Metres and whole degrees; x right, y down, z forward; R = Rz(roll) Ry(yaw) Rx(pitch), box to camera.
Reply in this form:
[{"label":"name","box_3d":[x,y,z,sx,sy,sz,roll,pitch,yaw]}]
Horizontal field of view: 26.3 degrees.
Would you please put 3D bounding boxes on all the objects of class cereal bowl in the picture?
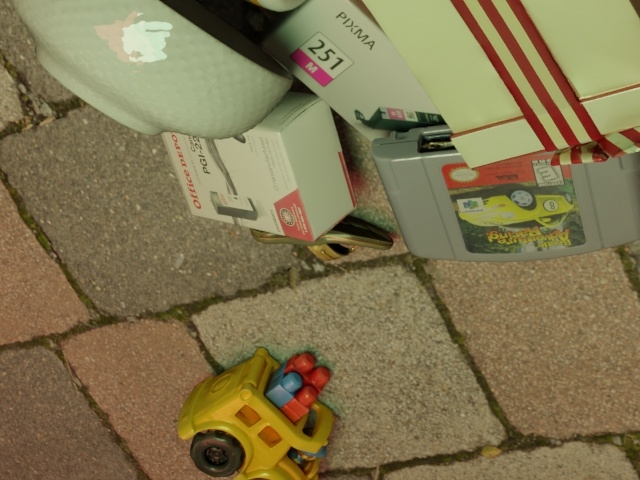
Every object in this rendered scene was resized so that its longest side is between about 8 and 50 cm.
[{"label":"cereal bowl","box_3d":[-0.203,-0.214,1.482,0.339,0.339,0.141,35,100,-2]}]

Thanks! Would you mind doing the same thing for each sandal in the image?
[{"label":"sandal","box_3d":[0.000,0.000,1.701,0.180,0.072,0.049,1,114,-13]}]

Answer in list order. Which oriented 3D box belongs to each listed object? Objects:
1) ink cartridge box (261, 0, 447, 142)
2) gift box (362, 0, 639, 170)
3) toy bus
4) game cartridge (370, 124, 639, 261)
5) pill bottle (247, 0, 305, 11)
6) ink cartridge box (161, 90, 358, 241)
[{"label":"ink cartridge box","box_3d":[0.113,-0.203,1.504,0.275,0.060,0.239,40,134,-18]},{"label":"gift box","box_3d":[0.224,-0.221,1.226,0.276,0.255,0.258,-8,133,38]},{"label":"toy bus","box_3d":[-0.056,0.260,1.934,0.211,0.149,0.220,-37,106,25]},{"label":"game cartridge","box_3d":[0.221,-0.055,1.540,0.294,0.060,0.196,-5,142,18]},{"label":"pill bottle","box_3d":[-0.128,-0.359,1.451,0.278,0.162,0.162,25,133,21]},{"label":"ink cartridge box","box_3d":[-0.080,-0.100,1.646,0.218,0.092,0.158,14,132,42]}]
